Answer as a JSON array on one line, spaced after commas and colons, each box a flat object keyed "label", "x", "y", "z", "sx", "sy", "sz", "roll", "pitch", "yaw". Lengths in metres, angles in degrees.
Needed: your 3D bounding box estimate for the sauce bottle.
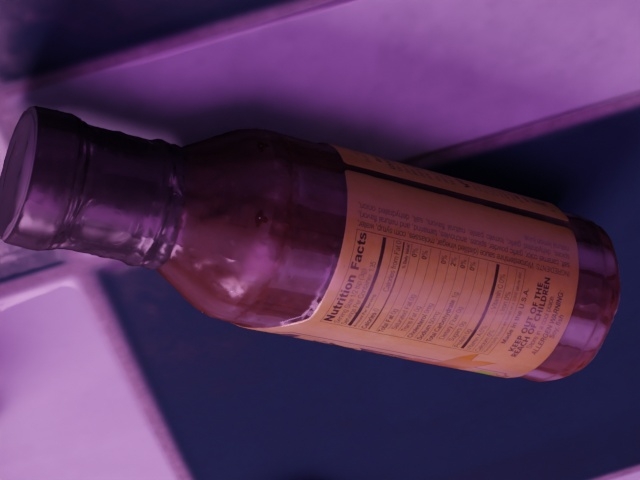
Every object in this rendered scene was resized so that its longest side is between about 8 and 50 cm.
[{"label": "sauce bottle", "x": 0.000, "y": 0.000, "z": 0.674, "sx": 0.344, "sy": 0.111, "sz": 0.111, "roll": 14, "pitch": 124, "yaw": -24}]
